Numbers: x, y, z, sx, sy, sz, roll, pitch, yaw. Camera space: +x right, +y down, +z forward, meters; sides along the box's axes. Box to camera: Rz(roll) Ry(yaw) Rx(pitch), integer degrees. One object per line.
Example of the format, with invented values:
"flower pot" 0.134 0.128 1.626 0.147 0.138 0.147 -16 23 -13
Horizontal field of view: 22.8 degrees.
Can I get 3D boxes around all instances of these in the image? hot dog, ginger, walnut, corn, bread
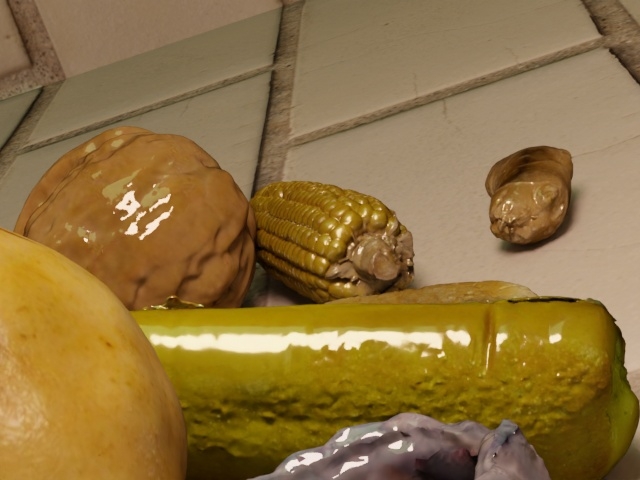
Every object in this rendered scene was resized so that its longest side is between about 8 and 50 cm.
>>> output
"hot dog" 0.088 0.079 1.311 0.242 0.084 0.073 -9 22 32
"ginger" 0.205 -0.048 1.570 0.095 0.069 0.190 -10 20 14
"walnut" -0.188 0.015 1.544 0.257 0.257 0.224 -20 -10 0
"corn" 0.000 0.000 1.575 0.119 0.119 0.322 -25 15 -14
"bread" 0.024 0.117 1.077 0.383 0.166 0.112 -1 55 5

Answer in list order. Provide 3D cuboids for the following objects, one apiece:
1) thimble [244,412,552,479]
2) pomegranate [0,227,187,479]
"thimble" 0.035 0.209 0.870 0.236 0.172 0.205 -24 22 -18
"pomegranate" -0.229 0.141 0.806 0.332 0.333 0.332 -18 19 6
